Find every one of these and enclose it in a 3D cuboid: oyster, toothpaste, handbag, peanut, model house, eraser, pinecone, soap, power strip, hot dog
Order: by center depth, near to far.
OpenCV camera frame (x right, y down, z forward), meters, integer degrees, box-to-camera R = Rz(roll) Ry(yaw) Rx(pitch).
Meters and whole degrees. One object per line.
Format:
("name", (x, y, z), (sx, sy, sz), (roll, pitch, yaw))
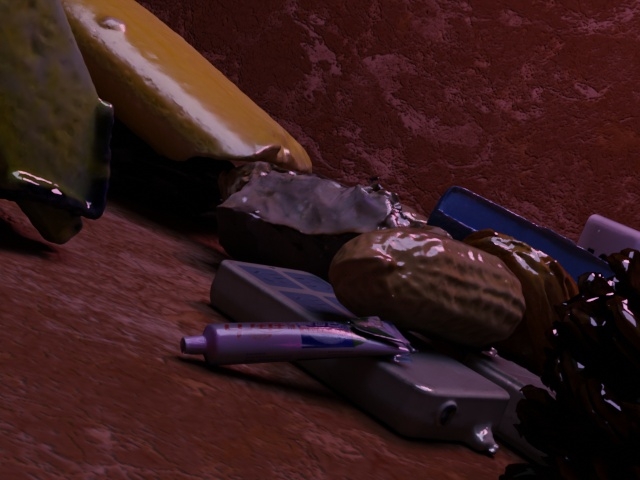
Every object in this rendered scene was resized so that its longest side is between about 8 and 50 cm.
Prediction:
("pinecone", (0.202, 0.111, 0.561), (0.221, 0.222, 0.221), (22, 7, -3))
("toothpaste", (-0.014, 0.070, 0.728), (0.169, 0.028, 0.045), (0, 21, -27))
("power strip", (0.207, 0.160, 0.802), (0.078, 0.052, 0.272), (16, 11, -45))
("model house", (-0.281, -0.090, 0.820), (0.193, 0.170, 0.211), (10, -46, 37))
("power strip", (0.025, 0.084, 0.833), (0.118, 0.046, 0.270), (15, 11, -47))
("peanut", (0.085, 0.036, 0.844), (0.194, 0.083, 0.093), (17, 4, -36))
("oyster", (-0.003, 0.001, 1.037), (0.341, 0.110, 0.166), (28, -28, 31))
("hot dog", (0.215, 0.087, 1.117), (0.175, 0.114, 0.259), (26, -7, 37))
("eraser", (0.266, 0.034, 1.183), (0.311, 0.043, 0.144), (28, -7, 4))
("soap", (-0.207, -0.201, 1.280), (0.427, 0.115, 0.306), (42, 15, 15))
("handbag", (-0.225, -0.104, 1.332), (0.247, 0.079, 0.260), (17, 11, -26))

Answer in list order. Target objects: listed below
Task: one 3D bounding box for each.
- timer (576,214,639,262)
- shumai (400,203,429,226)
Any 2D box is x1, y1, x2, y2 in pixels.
("timer", (0.427, 0.097, 1.382), (0.194, 0.195, 0.192), (20, 7, -11))
("shumai", (0.156, 0.031, 1.349), (0.152, 0.162, 0.209), (0, 34, -8))
